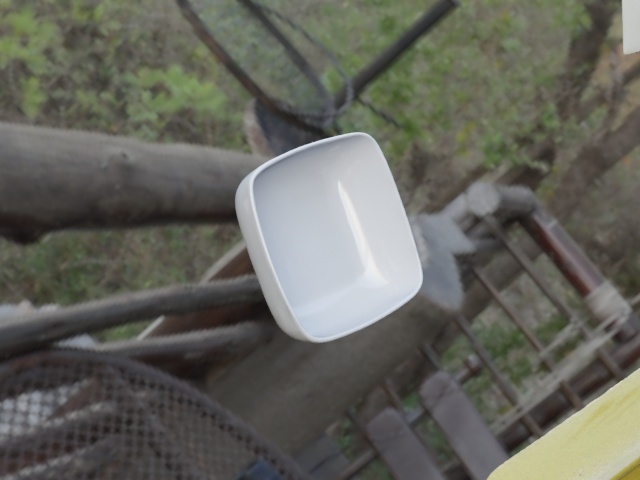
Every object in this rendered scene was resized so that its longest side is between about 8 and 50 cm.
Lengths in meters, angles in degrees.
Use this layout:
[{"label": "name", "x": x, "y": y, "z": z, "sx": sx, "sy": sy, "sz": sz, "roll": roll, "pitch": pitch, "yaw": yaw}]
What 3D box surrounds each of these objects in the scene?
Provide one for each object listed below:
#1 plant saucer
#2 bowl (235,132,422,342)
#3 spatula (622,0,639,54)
[{"label": "plant saucer", "x": 0.380, "y": 0.356, "z": 1.450, "sx": 0.081, "sy": 0.333, "sz": 0.332, "roll": 3, "pitch": -63, "yaw": 59}, {"label": "bowl", "x": 0.000, "y": 0.000, "z": 0.912, "sx": 0.142, "sy": 0.053, "sz": 0.142, "roll": -23, "pitch": 95, "yaw": -41}, {"label": "spatula", "x": 0.451, "y": -0.355, "z": 1.486, "sx": 0.019, "sy": 0.168, "sz": 0.242, "roll": -95, "pitch": 179, "yaw": -66}]
